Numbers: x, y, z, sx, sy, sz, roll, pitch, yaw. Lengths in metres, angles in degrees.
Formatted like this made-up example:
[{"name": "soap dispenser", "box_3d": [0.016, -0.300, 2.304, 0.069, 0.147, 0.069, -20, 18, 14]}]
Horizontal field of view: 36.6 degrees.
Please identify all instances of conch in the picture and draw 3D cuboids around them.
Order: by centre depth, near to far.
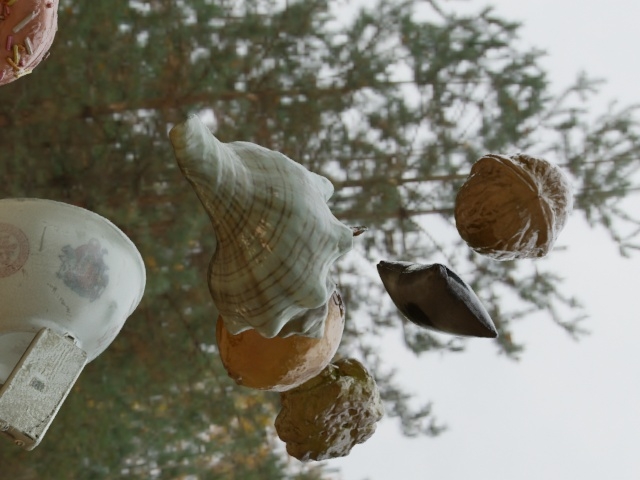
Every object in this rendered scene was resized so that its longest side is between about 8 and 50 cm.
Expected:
[{"name": "conch", "box_3d": [-0.048, -0.004, 1.115, 0.386, 0.169, 0.203, 82, 27, -51]}]

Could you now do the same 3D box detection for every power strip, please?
[{"name": "power strip", "box_3d": [-0.388, 0.200, 1.332, 0.035, 0.081, 0.192, -42, -162, 36]}]

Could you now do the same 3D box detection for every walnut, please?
[{"name": "walnut", "box_3d": [0.357, -0.062, 1.791, 0.228, 0.228, 0.228, 174, -90, -66]}]

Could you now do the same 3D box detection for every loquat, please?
[{"name": "loquat", "box_3d": [-0.058, 0.133, 1.521, 0.176, 0.234, 0.187, 29, -32, 41]}]

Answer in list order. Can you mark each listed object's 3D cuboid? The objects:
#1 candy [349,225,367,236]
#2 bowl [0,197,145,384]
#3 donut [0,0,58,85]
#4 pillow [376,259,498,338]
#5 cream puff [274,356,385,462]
[{"name": "candy", "box_3d": [0.000, 0.000, 1.704, 0.053, 0.182, 0.046, -165, -113, -73]}, {"name": "bowl", "box_3d": [-0.541, 0.141, 1.785, 0.435, 0.435, 0.196, 109, -21, -43]}, {"name": "donut", "box_3d": [-0.465, -0.303, 1.315, 0.199, 0.233, 0.085, 55, -2, -22]}, {"name": "pillow", "box_3d": [0.212, 0.110, 1.803, 0.186, 0.106, 0.250, 47, -15, -14]}, {"name": "cream puff", "box_3d": [0.015, 0.356, 2.049, 0.244, 0.244, 0.196, 120, -41, -53]}]
